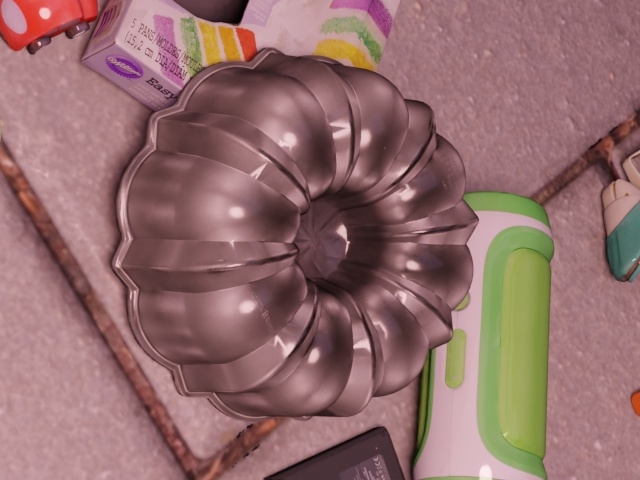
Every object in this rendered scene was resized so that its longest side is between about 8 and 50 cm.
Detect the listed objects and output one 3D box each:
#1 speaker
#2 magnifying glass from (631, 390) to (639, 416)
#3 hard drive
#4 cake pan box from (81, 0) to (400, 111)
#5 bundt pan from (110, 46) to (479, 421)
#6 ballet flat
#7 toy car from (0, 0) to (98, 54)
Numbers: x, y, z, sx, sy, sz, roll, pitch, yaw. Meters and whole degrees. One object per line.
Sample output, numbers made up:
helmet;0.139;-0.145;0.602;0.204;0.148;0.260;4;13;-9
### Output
speaker;0.155;0.109;1.208;0.131;0.131;0.296;19;66;-32
magnifying glass;0.433;0.154;1.467;0.231;0.026;0.092;-17;88;-38
hard drive;0.020;0.231;1.135;0.135;0.022;0.094;-18;88;-39
cake pan box;-0.063;-0.201;1.158;0.267;0.070;0.245;34;60;-29
bundt pan;0.000;0.000;1.070;0.331;0.124;0.330;-2;94;-32
ballet flat;0.368;-0.049;1.455;0.087;0.083;0.247;38;53;7
toy car;-0.276;-0.140;1.003;0.239;0.053;0.224;8;72;-35
